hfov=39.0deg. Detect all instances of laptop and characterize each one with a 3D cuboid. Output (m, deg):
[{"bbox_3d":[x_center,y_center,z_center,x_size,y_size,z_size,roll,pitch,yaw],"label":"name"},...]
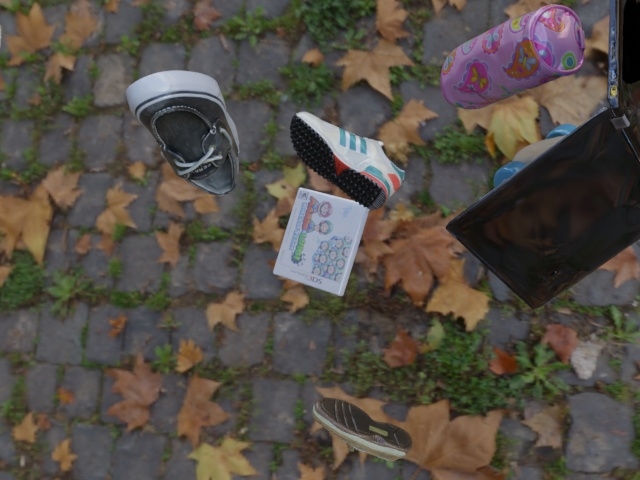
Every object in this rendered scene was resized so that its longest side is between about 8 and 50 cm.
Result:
[{"bbox_3d":[0.388,-0.146,1.384,0.236,0.382,0.407,-5,66,31],"label":"laptop"}]

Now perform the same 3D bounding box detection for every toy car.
[{"bbox_3d":[0.474,-0.073,1.655,0.210,0.219,0.237,-4,114,49],"label":"toy car"}]

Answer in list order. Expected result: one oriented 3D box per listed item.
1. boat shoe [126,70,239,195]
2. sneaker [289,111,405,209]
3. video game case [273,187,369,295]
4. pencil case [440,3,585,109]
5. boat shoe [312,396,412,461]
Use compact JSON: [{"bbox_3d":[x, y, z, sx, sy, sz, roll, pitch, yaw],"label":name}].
[{"bbox_3d":[-0.177,-0.148,1.333,0.121,0.335,0.119,-18,76,10],"label":"boat shoe"},{"bbox_3d":[0.035,-0.109,1.132,0.161,0.075,0.057,40,138,13],"label":"sneaker"},{"bbox_3d":[0.000,0.000,1.519,0.143,0.019,0.157,16,89,35],"label":"video game case"},{"bbox_3d":[0.317,-0.301,1.518,0.284,0.124,0.124,166,110,-66],"label":"pencil case"},{"bbox_3d":[0.063,0.339,1.573,0.190,0.068,0.072,28,127,-9],"label":"boat shoe"}]
